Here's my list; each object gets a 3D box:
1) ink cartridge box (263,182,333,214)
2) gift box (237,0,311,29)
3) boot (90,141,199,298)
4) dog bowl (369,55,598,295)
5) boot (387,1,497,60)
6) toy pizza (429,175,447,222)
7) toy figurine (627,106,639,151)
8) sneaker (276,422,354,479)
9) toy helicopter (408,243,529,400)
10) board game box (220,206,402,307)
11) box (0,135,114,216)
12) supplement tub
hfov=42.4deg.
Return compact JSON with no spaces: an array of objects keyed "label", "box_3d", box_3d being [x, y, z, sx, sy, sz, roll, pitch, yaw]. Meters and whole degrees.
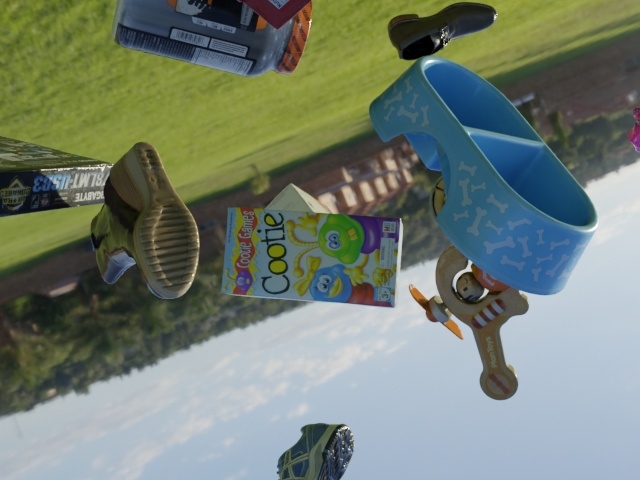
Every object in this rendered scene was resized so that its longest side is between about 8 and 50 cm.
[{"label":"ink cartridge box","box_3d":[0.000,0.000,1.726,0.092,0.218,0.158,-44,145,12]},{"label":"gift box","box_3d":[-0.062,-0.513,1.203,0.276,0.258,0.255,-34,141,18]},{"label":"boot","box_3d":[-0.255,0.010,1.156,0.090,0.249,0.207,1,146,-33]},{"label":"dog bowl","box_3d":[0.167,-0.079,0.838,0.165,0.297,0.074,4,134,-38]},{"label":"boot","box_3d":[0.245,-0.404,1.627,0.219,0.082,0.106,-9,-136,7]},{"label":"toy pizza","box_3d":[0.259,-0.052,1.195,0.201,0.201,0.032,-22,141,-26]},{"label":"toy figurine","box_3d":[0.593,-0.205,1.388,0.159,0.173,0.130,-16,150,-1]},{"label":"sneaker","box_3d":[-0.028,0.354,1.180,0.081,0.080,0.211,3,-134,39]},{"label":"toy helicopter","box_3d":[0.331,0.174,1.748,0.234,0.355,0.140,-12,-170,19]},{"label":"board game box","box_3d":[-0.008,0.030,1.351,0.275,0.145,0.142,4,176,8]},{"label":"box","box_3d":[-0.505,-0.107,1.211,0.293,0.074,0.295,12,-169,15]},{"label":"supplement tub","box_3d":[-0.185,-0.394,1.414,0.315,0.194,0.193,10,168,-18]}]
